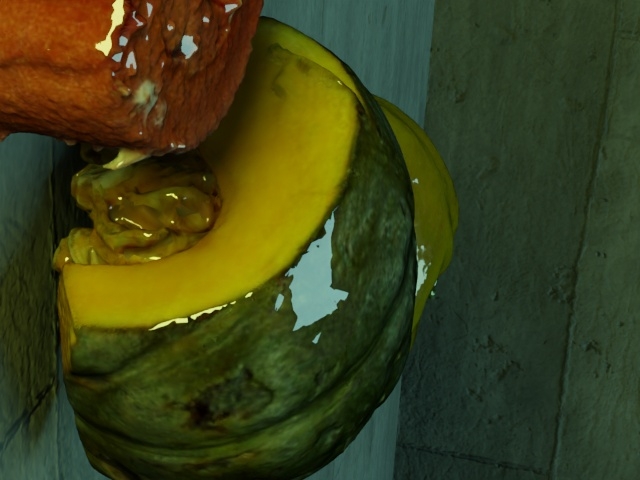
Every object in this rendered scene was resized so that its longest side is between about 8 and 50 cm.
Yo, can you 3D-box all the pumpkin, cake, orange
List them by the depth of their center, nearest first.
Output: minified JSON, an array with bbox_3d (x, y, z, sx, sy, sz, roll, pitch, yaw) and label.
[{"bbox_3d":[-0.120,-0.182,1.027,0.177,0.151,0.283,17,82,-74],"label":"cake"},{"bbox_3d":[-0.058,0.018,1.269,0.225,0.256,0.303,77,9,-55],"label":"pumpkin"},{"bbox_3d":[0.000,0.000,1.578,0.279,0.235,0.279,17,90,-76],"label":"orange"}]
